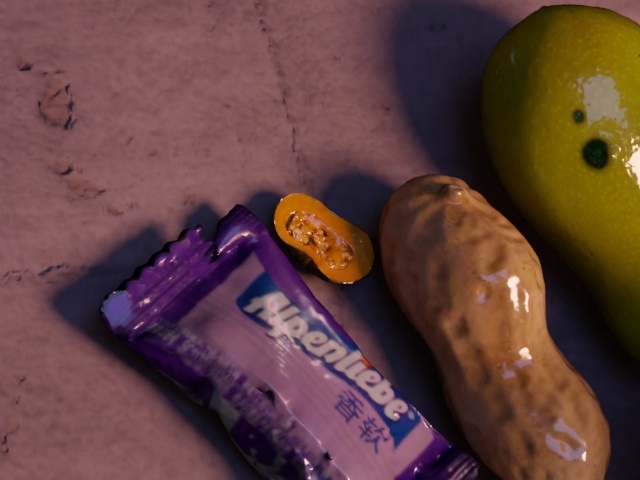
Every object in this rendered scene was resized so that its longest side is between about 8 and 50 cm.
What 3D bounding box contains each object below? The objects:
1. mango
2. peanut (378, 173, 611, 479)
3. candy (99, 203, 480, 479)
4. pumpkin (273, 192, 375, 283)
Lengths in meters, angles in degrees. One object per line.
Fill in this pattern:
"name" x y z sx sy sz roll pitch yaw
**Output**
"mango" 0.228 -0.043 1.171 0.175 0.143 0.293 -29 93 -28
"peanut" 0.122 0.072 1.094 0.101 0.117 0.263 -23 83 -7
"candy" -0.015 0.106 1.045 0.275 0.070 0.145 47 53 4
"pumpkin" -0.001 0.001 1.113 0.083 0.028 0.050 43 59 -3
